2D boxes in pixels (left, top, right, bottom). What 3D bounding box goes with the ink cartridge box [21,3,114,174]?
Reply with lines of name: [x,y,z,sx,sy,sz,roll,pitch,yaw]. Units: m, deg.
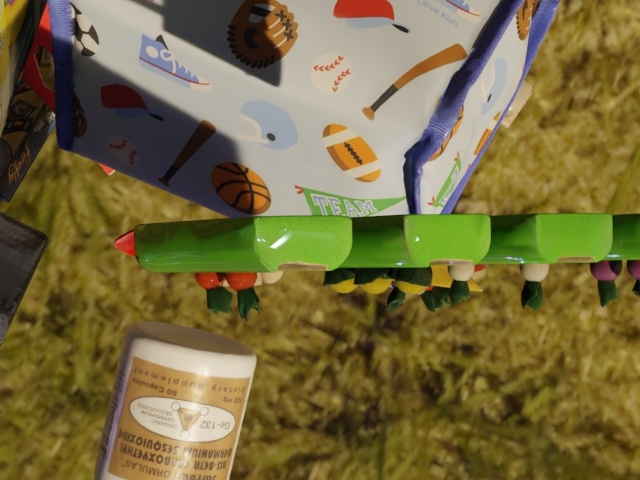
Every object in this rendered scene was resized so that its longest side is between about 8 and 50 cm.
ink cartridge box: [-0.276,-0.272,1.853,0.261,0.066,0.296,-41,99,5]

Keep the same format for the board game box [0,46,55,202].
board game box: [-0.439,-0.173,1.958,0.165,0.243,0.042,12,152,26]

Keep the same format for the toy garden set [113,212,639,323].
toy garden set: [0.027,0.015,0.674,0.244,0.049,0.204,-1,179,-32]

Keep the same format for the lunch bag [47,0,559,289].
lunch bag: [0.016,-0.206,1.152,0.328,0.385,0.239,25,142,11]

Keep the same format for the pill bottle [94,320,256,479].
pill bottle: [-0.149,0.204,1.393,0.131,0.131,0.229,14,95,15]

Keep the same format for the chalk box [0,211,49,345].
chalk box: [-0.328,0.006,1.003,0.213,0.132,0.132,31,166,-38]

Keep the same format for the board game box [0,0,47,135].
board game box: [-0.251,-0.257,1.009,0.079,0.253,0.336,5,129,-3]

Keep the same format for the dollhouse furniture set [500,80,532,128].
dollhouse furniture set: [0.115,-0.325,1.452,0.355,0.303,0.174,38,168,-5]
